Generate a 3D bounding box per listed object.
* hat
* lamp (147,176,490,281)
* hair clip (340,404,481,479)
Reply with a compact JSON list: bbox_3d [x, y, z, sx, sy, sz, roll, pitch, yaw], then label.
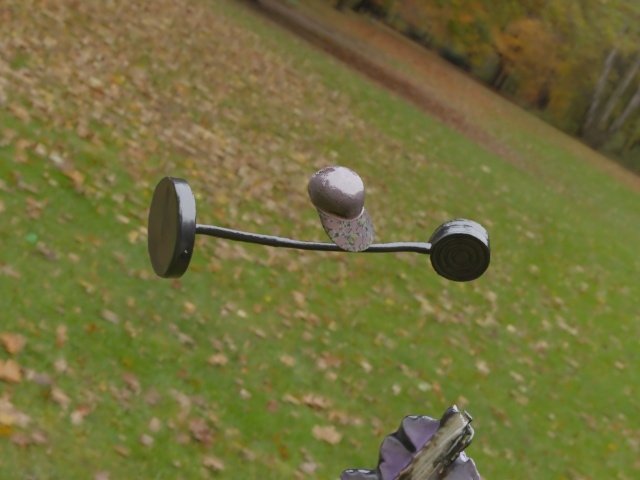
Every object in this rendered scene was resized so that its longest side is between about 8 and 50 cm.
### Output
[{"bbox_3d":[0.028,-0.033,1.105,0.087,0.042,0.058,52,48,-9],"label":"hat"},{"bbox_3d":[-0.004,0.019,1.276,0.371,0.130,0.108,15,30,-6],"label":"lamp"},{"bbox_3d":[0.059,0.252,1.135,0.084,0.292,0.106,0,46,-48],"label":"hair clip"}]
